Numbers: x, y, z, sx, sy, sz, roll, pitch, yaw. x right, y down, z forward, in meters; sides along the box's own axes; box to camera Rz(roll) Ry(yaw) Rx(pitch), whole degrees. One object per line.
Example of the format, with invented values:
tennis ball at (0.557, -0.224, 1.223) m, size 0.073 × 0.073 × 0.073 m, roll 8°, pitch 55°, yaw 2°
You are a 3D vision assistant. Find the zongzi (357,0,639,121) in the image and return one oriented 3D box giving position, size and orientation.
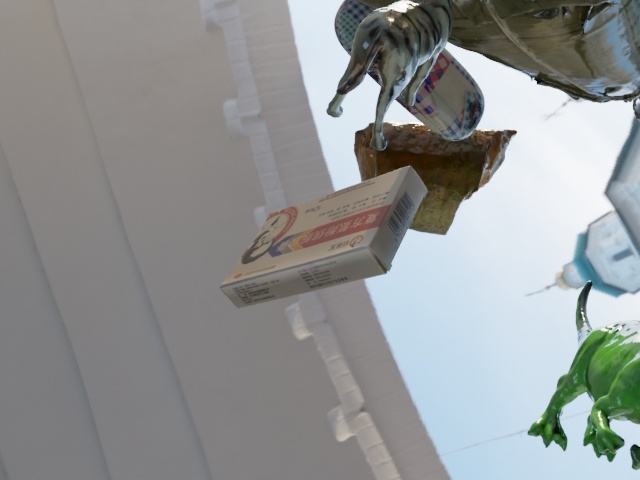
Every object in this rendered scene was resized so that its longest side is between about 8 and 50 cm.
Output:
zongzi at (0.300, -0.292, 1.014) m, size 0.447 × 0.418 × 0.181 m, roll 30°, pitch -111°, yaw -50°

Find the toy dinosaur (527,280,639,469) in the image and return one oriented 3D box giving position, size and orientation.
toy dinosaur at (0.436, 0.117, 1.000) m, size 0.144 × 0.374 × 0.500 m, roll 21°, pitch -136°, yaw 2°

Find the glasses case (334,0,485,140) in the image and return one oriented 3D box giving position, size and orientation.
glasses case at (0.161, -0.306, 1.233) m, size 0.327 × 0.076 × 0.125 m, roll 38°, pitch -112°, yaw -19°

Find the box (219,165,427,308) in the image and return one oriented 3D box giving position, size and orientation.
box at (0.000, 0.000, 1.233) m, size 0.069 × 0.353 × 0.214 m, roll 51°, pitch -134°, yaw -22°

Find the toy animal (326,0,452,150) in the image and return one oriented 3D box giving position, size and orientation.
toy animal at (0.099, -0.218, 0.780) m, size 0.090 × 0.170 × 0.255 m, roll 30°, pitch -116°, yaw 12°

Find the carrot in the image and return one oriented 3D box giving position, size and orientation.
carrot at (0.229, -0.135, 1.497) m, size 0.340 × 0.241 × 0.241 m, roll 7°, pitch -110°, yaw 4°
